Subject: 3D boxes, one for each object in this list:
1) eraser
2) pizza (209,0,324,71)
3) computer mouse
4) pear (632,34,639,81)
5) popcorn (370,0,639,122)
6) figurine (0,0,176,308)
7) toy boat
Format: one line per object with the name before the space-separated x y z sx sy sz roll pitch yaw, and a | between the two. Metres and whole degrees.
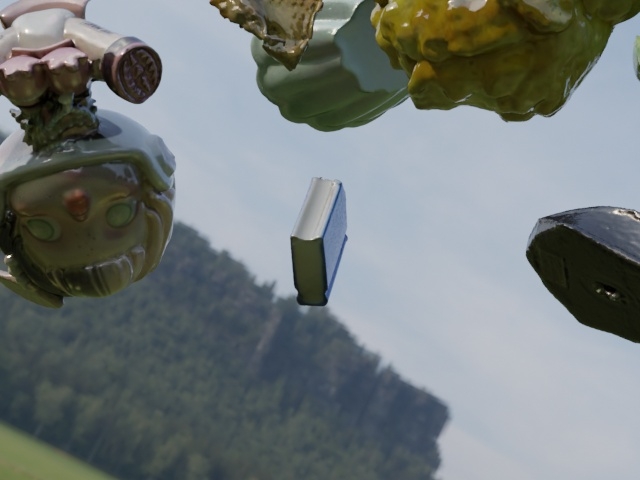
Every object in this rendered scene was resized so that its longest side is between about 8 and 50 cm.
eraser | 0.000 0.000 1.006 0.027 0.085 0.063 2 -55 12
pizza | -0.077 -0.288 1.248 0.297 0.189 0.071 54 -45 12
computer mouse | 0.215 0.024 0.887 0.172 0.057 0.099 27 -34 37
pear | 0.447 -0.251 1.261 0.176 0.282 0.286 21 4 -17
popcorn | 0.174 -0.232 1.217 0.266 0.233 0.192 -16 -21 9
figurine | -0.288 -0.100 1.601 0.253 0.211 0.361 -3 -58 8
toy boat | 0.066 -0.236 1.533 0.100 0.290 0.199 31 -33 63
